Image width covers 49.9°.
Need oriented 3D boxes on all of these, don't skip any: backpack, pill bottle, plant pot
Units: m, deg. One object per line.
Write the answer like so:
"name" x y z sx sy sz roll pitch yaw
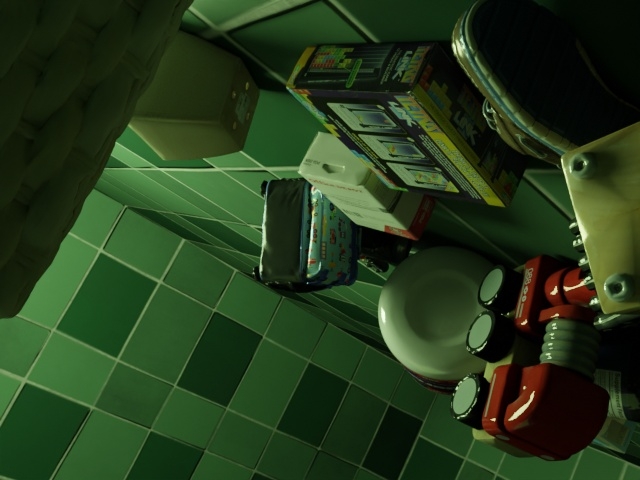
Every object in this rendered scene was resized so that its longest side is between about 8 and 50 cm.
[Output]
"backpack" 0.000 0.000 0.963 0.117 0.158 0.173 -2 168 33
"pill bottle" 0.363 0.160 0.863 0.219 0.122 0.123 1 155 37
"plant pot" -0.125 -0.146 0.711 0.096 0.109 0.109 11 165 16
"pill bottle" 0.195 0.135 1.036 0.181 0.181 0.323 23 169 20

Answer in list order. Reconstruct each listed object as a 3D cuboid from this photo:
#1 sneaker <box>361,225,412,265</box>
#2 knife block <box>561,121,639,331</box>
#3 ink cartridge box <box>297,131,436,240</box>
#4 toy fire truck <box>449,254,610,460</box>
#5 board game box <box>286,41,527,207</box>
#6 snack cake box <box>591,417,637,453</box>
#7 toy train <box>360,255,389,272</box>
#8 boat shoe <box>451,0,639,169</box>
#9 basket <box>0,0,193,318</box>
"sneaker" 0.090 0.004 1.020 0.089 0.051 0.170 21 172 9
"knife block" 0.259 -0.016 0.375 0.242 0.088 0.276 3 160 -41
"ink cartridge box" 0.055 -0.061 0.778 0.099 0.056 0.135 18 166 40
"toy fire truck" 0.282 0.117 0.718 0.158 0.217 0.246 27 154 -12
"board game box" 0.075 -0.097 0.585 0.141 0.048 0.170 13 163 44
"snack cake box" 0.382 0.219 1.060 0.089 0.152 0.264 28 170 -7
"toy train" 0.062 0.016 1.207 0.158 0.027 0.036 33 164 -30
"boat shoe" 0.140 -0.084 0.439 0.183 0.066 0.066 33 169 -29
"basket" -0.287 -0.161 0.408 0.328 0.331 0.266 35 165 -38
